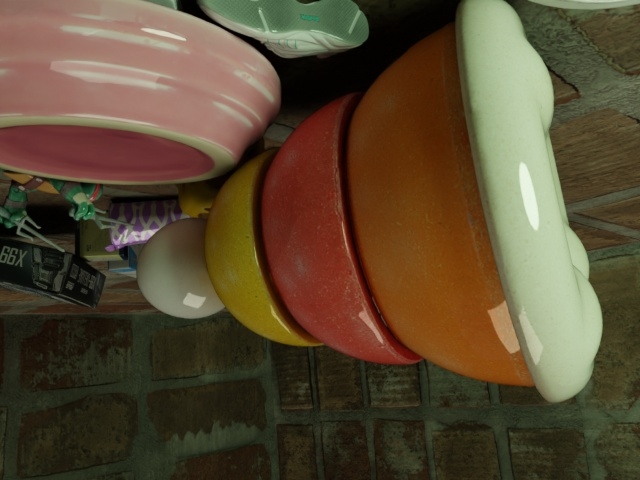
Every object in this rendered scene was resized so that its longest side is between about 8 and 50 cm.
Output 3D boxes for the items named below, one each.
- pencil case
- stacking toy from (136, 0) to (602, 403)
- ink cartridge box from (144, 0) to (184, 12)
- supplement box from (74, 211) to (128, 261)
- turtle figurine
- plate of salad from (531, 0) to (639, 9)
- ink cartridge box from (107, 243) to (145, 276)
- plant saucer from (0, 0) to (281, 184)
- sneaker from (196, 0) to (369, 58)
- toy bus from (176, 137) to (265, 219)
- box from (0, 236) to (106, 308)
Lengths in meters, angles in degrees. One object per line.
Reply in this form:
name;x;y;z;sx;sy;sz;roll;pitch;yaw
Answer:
pencil case;-0.265;-0.027;1.008;0.206;0.088;0.086;-2;165;-8
stacking toy;0.000;0.000;0.584;0.481;0.350;0.351;-12;166;23
ink cartridge box;-0.137;-0.186;0.457;0.048;0.028;0.083;-4;168;-4
supplement box;-0.400;-0.006;1.056;0.083;0.083;0.056;-3;168;-11
turtle figurine;-0.351;-0.071;0.700;0.175;0.118;0.234;-15;152;40
plate of salad;0.212;-0.222;0.391;0.200;0.048;0.200;5;170;1
ink cartridge box;-0.392;0.027;1.203;0.052;0.088;0.122;-7;168;8
plant saucer;-0.203;-0.115;0.539;0.333;0.084;0.332;1;173;0
sneaker;-0.035;-0.178;0.482;0.152;0.053;0.061;3;169;-34
toy bus;-0.148;-0.074;0.795;0.191;0.104;0.202;-9;167;19
box;-0.576;0.044;1.046;0.308;0.076;0.242;14;166;-5
